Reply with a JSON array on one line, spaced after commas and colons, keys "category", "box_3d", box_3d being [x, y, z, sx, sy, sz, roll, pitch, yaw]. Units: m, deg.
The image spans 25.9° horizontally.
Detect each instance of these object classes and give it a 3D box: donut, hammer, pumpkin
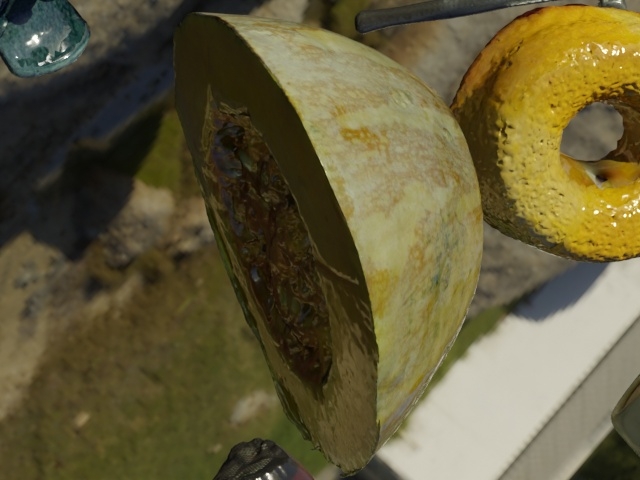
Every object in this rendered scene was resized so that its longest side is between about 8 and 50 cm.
[{"category": "donut", "box_3d": [0.146, -0.052, 0.739, 0.152, 0.152, 0.058, -51, -157, 8]}, {"category": "hammer", "box_3d": [0.152, -0.219, 1.260, 0.103, 0.246, 0.029, -80, 158, -44]}, {"category": "pumpkin", "box_3d": [0.014, -0.011, 0.640, 0.110, 0.217, 0.217, -21, 156, -24]}]

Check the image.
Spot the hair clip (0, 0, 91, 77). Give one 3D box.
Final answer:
[{"category": "hair clip", "box_3d": [-0.295, -0.285, 1.307, 0.310, 0.194, 0.206, -37, 164, -30]}]

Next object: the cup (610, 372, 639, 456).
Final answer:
[{"category": "cup", "box_3d": [0.353, 0.135, 1.058, 0.173, 0.202, 0.255, -51, 171, 17]}]

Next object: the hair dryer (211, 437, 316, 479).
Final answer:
[{"category": "hair dryer", "box_3d": [-0.132, 0.352, 1.360, 0.123, 0.340, 0.313, -64, 143, -64]}]
